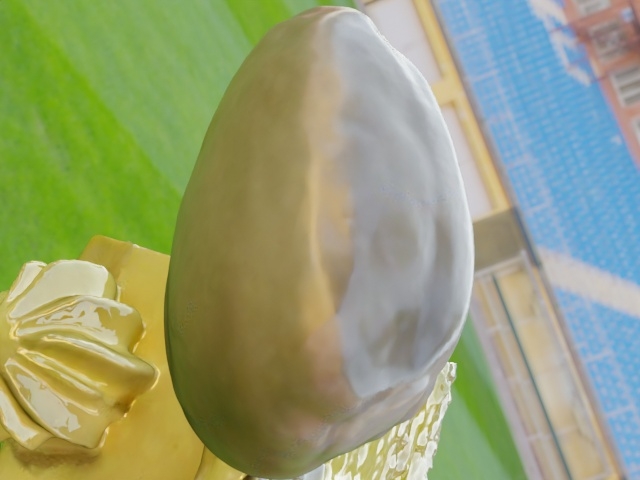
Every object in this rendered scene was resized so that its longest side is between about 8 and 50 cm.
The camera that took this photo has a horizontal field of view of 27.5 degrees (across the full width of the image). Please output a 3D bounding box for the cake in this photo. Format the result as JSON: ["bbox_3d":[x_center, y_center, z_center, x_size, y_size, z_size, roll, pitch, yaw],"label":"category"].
[{"bbox_3d":[-0.073,0.131,0.813,0.286,0.227,0.222,34,72,-64],"label":"cake"}]

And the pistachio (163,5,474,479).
[{"bbox_3d":[0.000,0.000,0.504,0.108,0.126,0.185,31,67,-60],"label":"pistachio"}]
